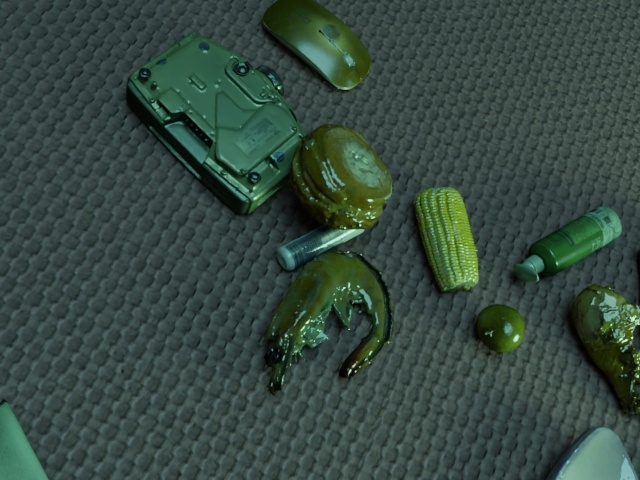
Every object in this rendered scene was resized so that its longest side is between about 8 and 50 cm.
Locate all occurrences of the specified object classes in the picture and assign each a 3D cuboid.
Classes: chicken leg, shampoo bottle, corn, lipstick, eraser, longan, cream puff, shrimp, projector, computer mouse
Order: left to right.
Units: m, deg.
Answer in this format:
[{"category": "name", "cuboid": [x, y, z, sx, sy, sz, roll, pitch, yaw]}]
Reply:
[{"category": "projector", "cuboid": [-0.140, -0.191, 1.313, 0.269, 0.088, 0.193, 45, 65, 6]}, {"category": "computer mouse", "cuboid": [-0.005, -0.333, 1.441, 0.199, 0.045, 0.102, 41, 65, 6]}, {"category": "lipstick", "cuboid": [0.000, 0.000, 1.293, 0.141, 0.040, 0.040, -27, 76, -25]}, {"category": "shrimp", "cuboid": [0.017, 0.125, 1.238, 0.173, 0.058, 0.253, 31, 60, -10]}, {"category": "cream puff", "cuboid": [0.024, -0.086, 1.258, 0.150, 0.115, 0.165, 1, 63, -43]}, {"category": "corn", "cuboid": [0.197, -0.003, 1.339, 0.085, 0.063, 0.165, 3, 65, -41]}, {"category": "longan", "cuboid": [0.264, 0.131, 1.287, 0.083, 0.075, 0.075, 0, 63, -47]}, {"category": "shampoo bottle", "cuboid": [0.392, 0.011, 1.385, 0.204, 0.065, 0.065, -26, 75, -25]}, {"category": "eraser", "cuboid": [0.377, 0.383, 1.214, 0.204, 0.059, 0.243, 19, 66, -7]}, {"category": "chicken leg", "cuboid": [0.458, 0.164, 1.325, 0.101, 0.085, 0.208, -18, 81, -9]}]

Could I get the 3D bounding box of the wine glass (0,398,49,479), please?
[{"category": "wine glass", "cuboid": [-0.238, 0.385, 0.943, 0.406, 0.267, 0.267, 30, 62, -7]}]
